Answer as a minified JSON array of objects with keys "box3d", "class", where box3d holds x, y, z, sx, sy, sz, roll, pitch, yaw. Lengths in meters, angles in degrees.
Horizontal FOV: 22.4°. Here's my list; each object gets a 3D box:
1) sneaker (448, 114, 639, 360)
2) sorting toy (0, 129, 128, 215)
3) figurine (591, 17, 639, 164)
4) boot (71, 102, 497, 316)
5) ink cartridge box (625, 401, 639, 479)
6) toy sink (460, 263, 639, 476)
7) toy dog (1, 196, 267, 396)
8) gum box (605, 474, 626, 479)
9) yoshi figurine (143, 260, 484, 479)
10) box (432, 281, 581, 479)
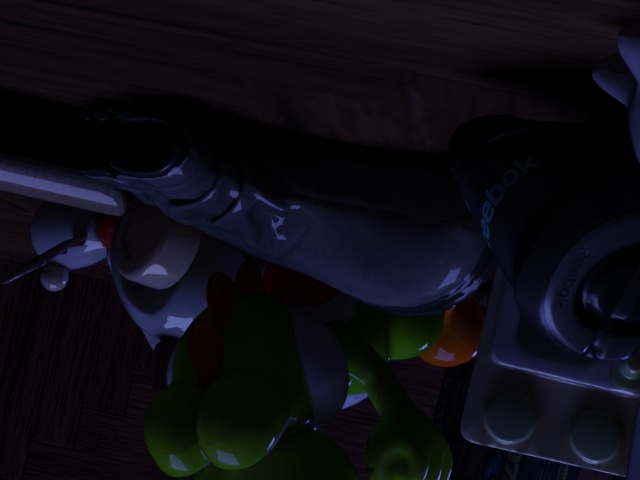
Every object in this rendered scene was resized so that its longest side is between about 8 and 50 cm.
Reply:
[{"box3d":[0.169,-0.008,0.692,0.267,0.101,0.106,9,-154,-39],"class":"sneaker"},{"box3d":[-0.187,-0.041,1.080,0.307,0.041,0.229,13,-175,-8],"class":"sorting toy"},{"box3d":[0.186,-0.027,0.449,0.210,0.092,0.215,20,175,-2],"class":"figurine"},{"box3d":[-0.028,-0.023,0.903,0.161,0.083,0.247,22,171,-39],"class":"boot"},{"box3d":[0.313,0.103,0.858,0.304,0.072,0.307,3,173,-45],"class":"ink cartridge box"},{"box3d":[0.170,0.074,1.082,0.131,0.152,0.234,12,175,5],"class":"toy sink"},{"box3d":[-0.161,0.048,1.412,0.220,0.161,0.334,24,170,-14],"class":"toy dog"},{"box3d":[0.290,0.128,1.214,0.041,0.184,0.157,38,177,5],"class":"gum box"},{"box3d":[-0.009,0.114,1.105,0.203,0.203,0.362,43,-154,6],"class":"yoshi figurine"},{"box3d":[0.173,0.155,1.464,0.059,0.232,0.183,17,172,-23],"class":"box"}]
